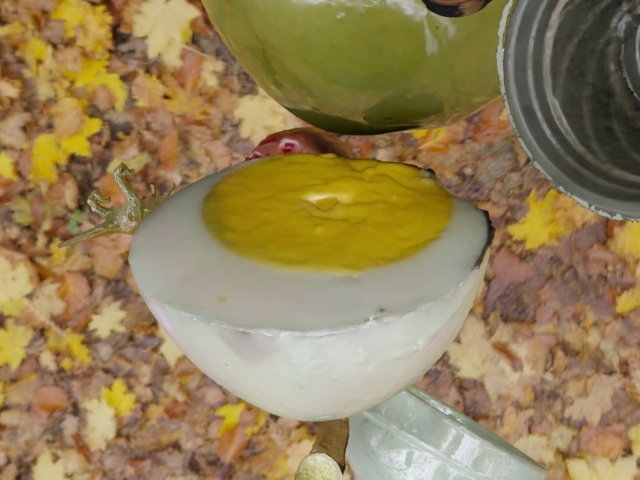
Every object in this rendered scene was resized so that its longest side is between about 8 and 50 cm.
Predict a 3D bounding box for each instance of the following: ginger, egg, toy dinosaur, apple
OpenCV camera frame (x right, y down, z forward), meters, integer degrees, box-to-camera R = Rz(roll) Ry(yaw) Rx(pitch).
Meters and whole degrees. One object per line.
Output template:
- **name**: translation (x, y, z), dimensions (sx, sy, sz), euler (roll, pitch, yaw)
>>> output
- **ginger**: translation (0.008, 0.222, 0.967), dimensions (0.044, 0.137, 0.057), euler (-32, 97, 19)
- **egg**: translation (-0.001, 0.063, 0.914), dimensions (0.337, 0.337, 0.201), euler (4, 122, 19)
- **toy dinosaur**: translation (-0.246, -0.020, 1.236), dimensions (0.126, 0.039, 0.162), euler (39, 70, -22)
- **apple**: translation (0.076, -0.341, 1.081), dimensions (0.473, 0.473, 0.474), euler (4, 101, 19)

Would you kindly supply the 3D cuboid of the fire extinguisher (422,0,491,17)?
- **fire extinguisher**: translation (0.044, -0.138, 0.383), dimensions (0.062, 0.177, 0.050), euler (-26, 79, 11)

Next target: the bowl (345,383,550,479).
- **bowl**: translation (0.155, 0.306, 1.337), dimensions (0.307, 0.307, 0.163), euler (27, 87, 13)

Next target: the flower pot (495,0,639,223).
- **flower pot**: translation (0.267, -0.140, 0.739), dimensions (0.235, 0.140, 0.236), euler (20, 119, 41)

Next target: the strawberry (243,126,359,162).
- **strawberry**: translation (0.000, 0.000, 1.465), dimensions (0.317, 0.295, 0.345), euler (-23, 80, 35)
